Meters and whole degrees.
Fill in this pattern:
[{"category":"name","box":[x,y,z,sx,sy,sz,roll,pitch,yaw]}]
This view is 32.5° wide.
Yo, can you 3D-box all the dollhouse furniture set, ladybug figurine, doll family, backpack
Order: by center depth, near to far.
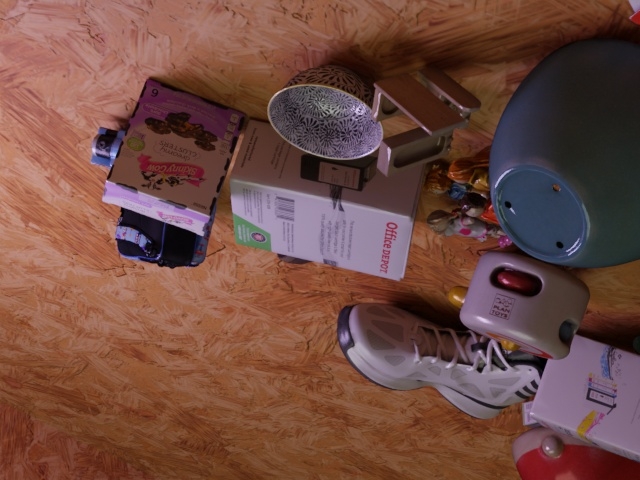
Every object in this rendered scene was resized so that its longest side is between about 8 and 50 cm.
[{"category":"dollhouse furniture set","box":[0.156,-0.137,1.489,0.123,0.144,0.151,46,143,36]},{"category":"doll family","box":[0.244,-0.071,1.657,0.163,0.118,0.263,14,170,-9]},{"category":"backpack","box":[-0.281,-0.030,1.923,0.116,0.158,0.173,15,171,-38]},{"category":"ladybug figurine","box":[0.571,0.498,2.322,0.305,0.162,0.449,-13,153,36]}]

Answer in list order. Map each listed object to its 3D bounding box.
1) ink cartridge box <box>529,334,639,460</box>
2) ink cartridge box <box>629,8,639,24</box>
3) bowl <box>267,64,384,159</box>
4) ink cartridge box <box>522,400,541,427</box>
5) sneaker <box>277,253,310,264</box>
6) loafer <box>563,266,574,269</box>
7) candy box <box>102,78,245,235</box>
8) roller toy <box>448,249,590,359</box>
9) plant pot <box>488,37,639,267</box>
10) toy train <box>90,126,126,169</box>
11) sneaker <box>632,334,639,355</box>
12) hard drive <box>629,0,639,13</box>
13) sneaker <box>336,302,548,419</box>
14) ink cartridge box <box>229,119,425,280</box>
[{"category":"ink cartridge box","box":[0.520,0.287,1.971,0.232,0.168,0.171,18,171,23]},{"category":"ink cartridge box","box":[0.513,-0.231,1.189,0.275,0.060,0.239,23,149,-13]},{"category":"bowl","box":[0.016,-0.195,1.557,0.170,0.080,0.170,12,150,7]},{"category":"ink cartridge box","box":[0.565,0.369,2.289,0.235,0.056,0.171,14,155,-30]},{"category":"sneaker","box":[0.000,0.000,1.939,0.071,0.066,0.188,14,161,-33]},{"category":"loafer","box":[0.436,-0.002,1.701,0.062,0.061,0.170,25,149,-14]},{"category":"candy box","box":[-0.222,-0.127,1.673,0.164,0.196,0.070,19,151,-7]},{"category":"roller toy","box":[0.332,0.112,1.811,0.209,0.146,0.191,24,173,-15]},{"category":"plant pot","box":[0.322,-0.078,1.365,0.290,0.195,0.290,28,138,30]},{"category":"toy train","box":[-0.288,-0.138,1.784,0.184,0.080,0.105,15,177,9]},{"category":"sneaker","box":[0.640,0.216,1.982,0.166,0.065,0.076,17,156,2]},{"category":"hard drive","box":[0.510,-0.228,1.296,0.203,0.040,0.307,-7,143,35]},{"category":"sneaker","box":[0.263,0.189,2.059,0.447,0.169,0.257,24,142,-30]},{"category":"ink cartridge box","box":[0.012,-0.060,1.750,0.289,0.122,0.211,13,151,5]}]
